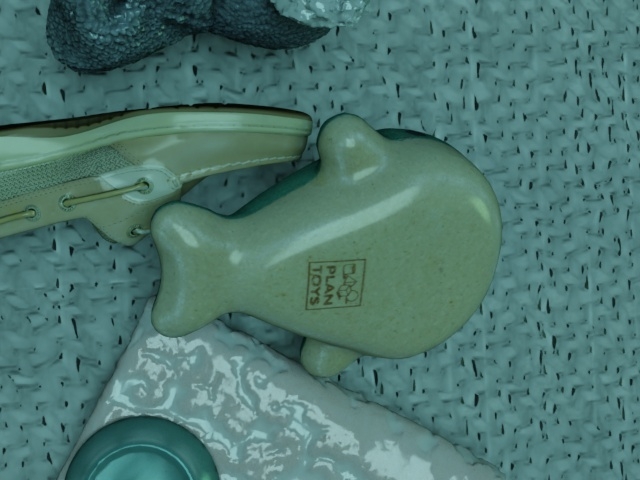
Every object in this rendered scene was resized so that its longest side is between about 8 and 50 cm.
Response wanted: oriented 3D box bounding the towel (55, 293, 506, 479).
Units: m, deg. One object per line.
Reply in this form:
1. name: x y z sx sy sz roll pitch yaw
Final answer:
1. towel: -0.060 0.253 0.711 0.331 0.053 0.317 29 85 -6

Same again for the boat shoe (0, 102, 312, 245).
1. boat shoe: -0.153 -0.048 0.678 0.302 0.109 0.098 -8 100 -9

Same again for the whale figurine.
1. whale figurine: 0.000 0.000 0.682 0.271 0.141 0.216 -7 119 -19

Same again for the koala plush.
1. koala plush: -0.075 -0.204 0.657 0.221 0.196 0.203 12 100 -13

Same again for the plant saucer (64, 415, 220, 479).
1. plant saucer: -0.135 0.193 0.667 0.119 0.021 0.119 0 87 -4
